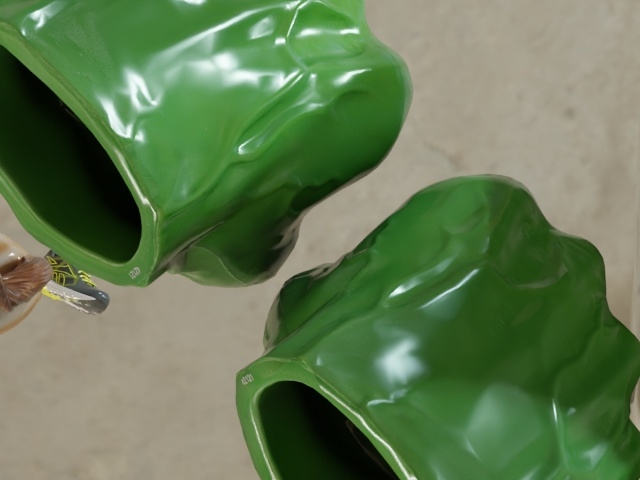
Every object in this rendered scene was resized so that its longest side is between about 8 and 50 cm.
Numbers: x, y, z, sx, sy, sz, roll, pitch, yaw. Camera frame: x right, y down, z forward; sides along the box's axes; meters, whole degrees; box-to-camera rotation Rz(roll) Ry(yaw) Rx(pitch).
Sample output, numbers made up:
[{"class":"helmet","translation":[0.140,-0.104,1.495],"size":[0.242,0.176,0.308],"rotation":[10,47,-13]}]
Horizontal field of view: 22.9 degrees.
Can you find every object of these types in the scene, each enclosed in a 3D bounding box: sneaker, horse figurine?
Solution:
[{"class":"sneaker","translation":[-0.178,0.027,1.127],"size":[0.031,0.083,0.035],"rotation":[42,71,-48]},{"class":"horse figurine","translation":[-0.262,0.037,1.031],"size":[0.174,0.263,0.066],"rotation":[-44,121,-47]}]

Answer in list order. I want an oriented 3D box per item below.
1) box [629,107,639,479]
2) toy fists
[{"class":"box","translation":[0.185,0.022,0.626],"size":[0.121,0.148,0.311],"rotation":[2,127,10]},{"class":"toy fists","translation":[0.000,0.000,0.554],"size":[0.279,0.096,0.142],"rotation":[48,51,9]}]
